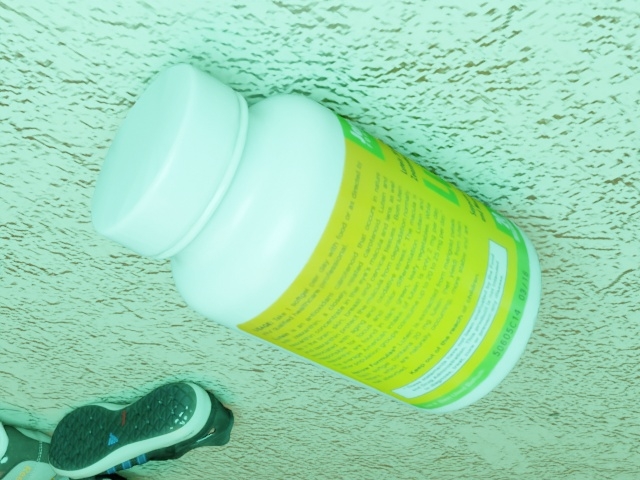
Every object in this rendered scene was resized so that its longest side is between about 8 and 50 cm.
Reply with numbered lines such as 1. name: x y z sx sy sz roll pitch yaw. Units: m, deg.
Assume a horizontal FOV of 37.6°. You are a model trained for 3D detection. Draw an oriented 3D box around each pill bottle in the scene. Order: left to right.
1. pill bottle: 0.000 0.000 0.549 0.245 0.136 0.136 28 139 -30

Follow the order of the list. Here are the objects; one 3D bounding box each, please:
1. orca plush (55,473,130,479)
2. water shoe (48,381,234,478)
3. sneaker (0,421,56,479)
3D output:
1. orca plush: -0.259 0.321 1.072 0.287 0.151 0.102 -29 165 34
2. water shoe: -0.174 0.194 0.902 0.203 0.073 0.080 -19 141 30
3. sneaker: -0.354 0.274 1.017 0.108 0.100 0.271 16 144 -25
